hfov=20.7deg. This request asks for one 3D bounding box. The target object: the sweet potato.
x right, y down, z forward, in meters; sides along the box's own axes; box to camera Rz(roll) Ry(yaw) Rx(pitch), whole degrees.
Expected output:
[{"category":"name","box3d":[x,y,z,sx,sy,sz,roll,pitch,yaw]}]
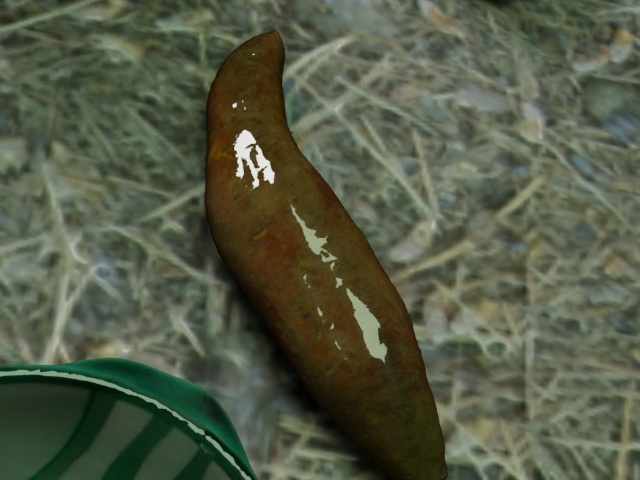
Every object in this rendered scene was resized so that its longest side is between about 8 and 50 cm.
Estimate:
[{"category":"sweet potato","box3d":[-0.010,-0.003,0.790,0.078,0.058,0.255,1,52,-36]}]

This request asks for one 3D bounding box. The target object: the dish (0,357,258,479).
[{"category":"dish","box3d":[-0.094,0.157,0.637,0.246,0.078,0.224,33,54,7]}]
